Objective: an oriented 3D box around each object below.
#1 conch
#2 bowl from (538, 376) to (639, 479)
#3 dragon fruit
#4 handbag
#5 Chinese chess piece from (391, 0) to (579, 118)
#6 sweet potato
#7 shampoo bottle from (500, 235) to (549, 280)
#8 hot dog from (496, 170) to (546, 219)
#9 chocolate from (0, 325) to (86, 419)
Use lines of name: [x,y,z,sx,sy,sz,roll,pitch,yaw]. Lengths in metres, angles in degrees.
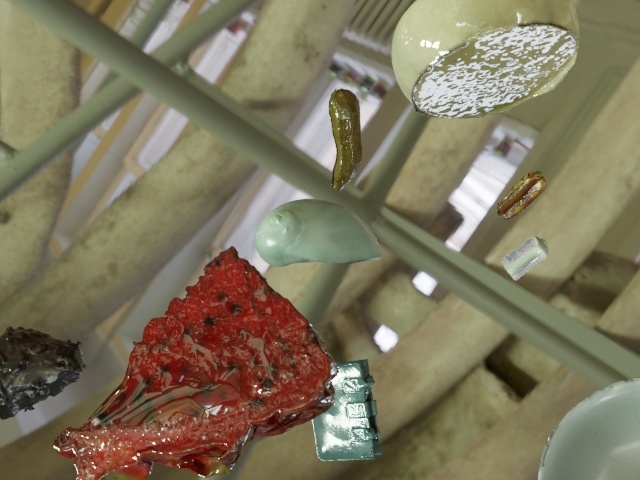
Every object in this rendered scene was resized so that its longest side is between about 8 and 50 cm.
conch: [-0.001,-0.005,1.408,0.221,0.121,0.185,1,-151,-15]
bowl: [0.508,0.388,1.214,0.345,0.345,0.157,36,174,31]
dragon fruit: [-0.122,0.224,1.013,0.228,0.329,0.286,41,167,25]
handbag: [0.063,0.407,1.960,0.179,0.229,0.062,-14,172,34]
Chinese chess piece: [0.298,-0.351,1.486,0.338,0.338,0.140,29,-135,-61]
sweet potato: [0.053,-0.203,1.709,0.062,0.233,0.081,-11,-151,-18]
shampoo bottle: [0.423,0.032,1.678,0.043,0.099,0.072,48,-168,-16]
hot dog: [0.372,-0.084,1.520,0.049,0.122,0.037,40,-143,-5]
chocolate: [-0.458,0.215,1.356,0.133,0.156,0.156,-1,-172,-6]
